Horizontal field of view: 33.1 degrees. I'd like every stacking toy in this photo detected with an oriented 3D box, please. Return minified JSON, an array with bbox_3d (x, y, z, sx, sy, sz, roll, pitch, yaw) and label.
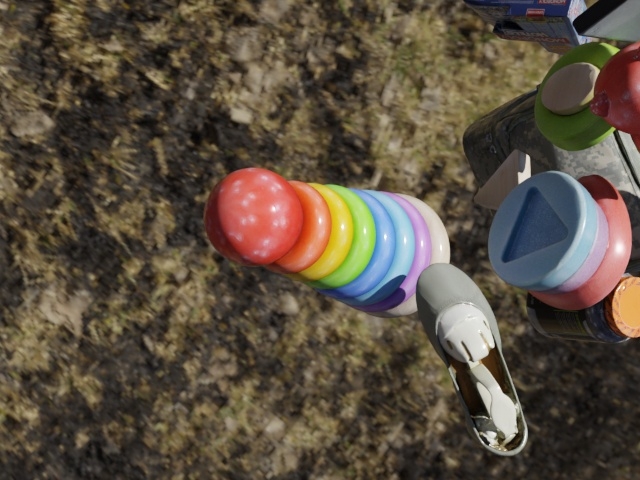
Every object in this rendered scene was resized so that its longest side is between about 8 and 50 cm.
[{"bbox_3d":[0.000,0.000,1.071,0.330,0.141,0.141,12,101,-57],"label":"stacking toy"},{"bbox_3d":[0.262,-0.102,1.179,0.130,0.279,0.309,24,106,-33],"label":"stacking toy"}]

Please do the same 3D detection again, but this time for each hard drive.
[{"bbox_3d":[0.353,-0.259,1.203,0.135,0.022,0.094,-7,157,-48],"label":"hard drive"}]

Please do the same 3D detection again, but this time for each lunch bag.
[{"bbox_3d":[0.380,-0.094,1.552,0.213,0.256,0.305,-27,97,-24],"label":"lunch bag"}]

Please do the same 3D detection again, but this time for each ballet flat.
[{"bbox_3d":[0.159,0.121,1.079,0.072,0.068,0.213,-24,106,-7],"label":"ballet flat"}]

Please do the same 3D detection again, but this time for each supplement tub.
[{"bbox_3d":[0.423,0.101,1.686,0.117,0.190,0.116,0,90,-29],"label":"supplement tub"}]

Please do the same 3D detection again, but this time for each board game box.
[{"bbox_3d":[0.347,-0.347,1.708,0.194,0.194,0.060,22,81,-52],"label":"board game box"}]
